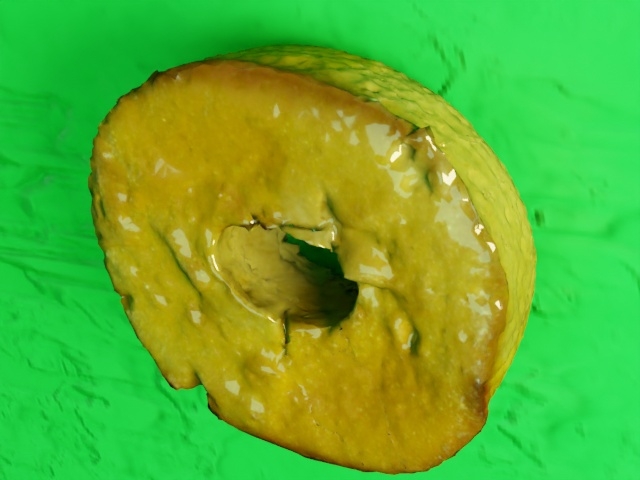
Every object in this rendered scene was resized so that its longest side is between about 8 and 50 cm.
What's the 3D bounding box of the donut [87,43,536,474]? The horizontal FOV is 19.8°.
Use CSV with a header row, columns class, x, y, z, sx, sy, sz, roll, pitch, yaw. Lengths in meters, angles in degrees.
class,x,y,z,sx,sy,sz,roll,pitch,yaw
donut,0.000,0.000,0.682,0.178,0.065,0.162,27,129,21
